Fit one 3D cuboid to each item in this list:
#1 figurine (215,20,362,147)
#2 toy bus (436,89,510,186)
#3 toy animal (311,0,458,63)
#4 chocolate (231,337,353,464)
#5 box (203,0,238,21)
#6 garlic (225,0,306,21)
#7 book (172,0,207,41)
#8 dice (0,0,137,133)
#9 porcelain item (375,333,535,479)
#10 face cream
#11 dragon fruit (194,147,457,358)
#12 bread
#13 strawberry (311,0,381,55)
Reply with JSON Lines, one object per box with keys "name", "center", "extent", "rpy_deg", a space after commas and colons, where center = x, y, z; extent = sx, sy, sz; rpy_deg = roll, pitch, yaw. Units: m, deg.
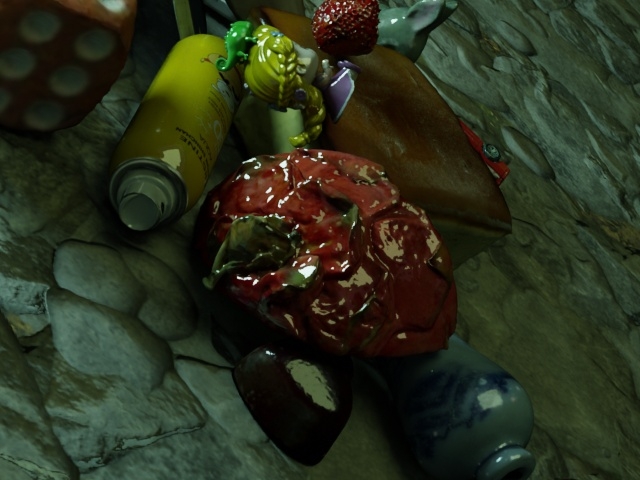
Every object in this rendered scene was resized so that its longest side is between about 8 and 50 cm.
{"name": "figurine", "center": [-0.047, -0.177, 1.717], "extent": [0.156, 0.115, 0.095], "rpy_deg": [27, -10, -11]}
{"name": "toy bus", "center": [0.170, -0.130, 2.152], "extent": [0.195, 0.081, 0.089], "rpy_deg": [44, 37, -2]}
{"name": "toy animal", "center": [0.084, -0.283, 2.112], "extent": [0.138, 0.108, 0.236], "rpy_deg": [2, 5, -37]}
{"name": "chocolate", "center": [-0.018, 0.137, 1.536], "extent": [0.125, 0.080, 0.148], "rpy_deg": [36, 30, -16]}
{"name": "box", "center": [-0.152, -0.407, 2.139], "extent": [0.142, 0.044, 0.285], "rpy_deg": [30, 30, -17]}
{"name": "garlic", "center": [-0.085, -0.350, 1.981], "extent": [0.143, 0.112, 0.318], "rpy_deg": [-92, 166, -52]}
{"name": "book", "center": [-0.167, -0.332, 1.841], "extent": [0.025, 0.269, 0.191], "rpy_deg": [-7, 39, 1]}
{"name": "dice", "center": [-0.305, -0.229, 1.555], "extent": [0.174, 0.175, 0.179], "rpy_deg": [19, 40, -40]}
{"name": "porcelain item", "center": [0.136, 0.164, 1.655], "extent": [0.141, 0.141, 0.259], "rpy_deg": [12, 33, -45]}
{"name": "face cream", "center": [-0.159, -0.113, 1.662], "extent": [0.105, 0.105, 0.348], "rpy_deg": [38, 29, -12]}
{"name": "dragon fruit", "center": [0.000, 0.000, 1.562], "extent": [0.317, 0.152, 0.205], "rpy_deg": [27, 25, 13]}
{"name": "bread", "center": [0.051, -0.121, 1.912], "extent": [0.333, 0.143, 0.323], "rpy_deg": [9, 45, -48]}
{"name": "strawberry", "center": [0.029, -0.260, 1.838], "extent": [0.083, 0.083, 0.096], "rpy_deg": [50, 37, 11]}
